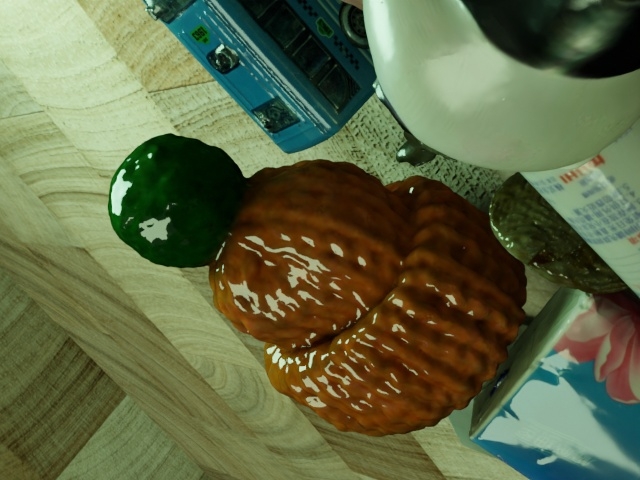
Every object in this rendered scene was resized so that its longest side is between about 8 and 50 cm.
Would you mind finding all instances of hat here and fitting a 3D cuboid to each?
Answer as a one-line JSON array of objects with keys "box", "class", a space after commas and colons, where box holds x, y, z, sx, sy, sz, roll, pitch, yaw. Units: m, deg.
[{"box": [0.000, 0.000, 0.912, 0.400, 0.285, 0.285, 43, 153, -13], "class": "hat"}]

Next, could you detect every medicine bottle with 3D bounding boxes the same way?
[{"box": [0.314, 0.016, 0.701, 0.341, 0.130, 0.130, 44, 153, -10], "class": "medicine bottle"}]

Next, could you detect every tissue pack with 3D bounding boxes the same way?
[{"box": [0.302, 0.181, 0.841, 0.270, 0.137, 0.209, 33, 120, 0], "class": "tissue pack"}]

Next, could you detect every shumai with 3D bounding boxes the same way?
[{"box": [0.229, -0.002, 0.799, 0.139, 0.123, 0.105, 10, 152, 27], "class": "shumai"}]

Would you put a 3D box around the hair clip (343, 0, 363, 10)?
[{"box": [0.072, -0.185, 0.718, 0.123, 0.102, 0.138, 26, 152, 29], "class": "hair clip"}]

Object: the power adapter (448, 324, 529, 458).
[{"box": [0.281, 0.198, 1.042, 0.255, 0.124, 0.187, 12, 145, 39], "class": "power adapter"}]

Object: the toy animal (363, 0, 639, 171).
[{"box": [0.141, -0.171, 0.534, 0.212, 0.212, 0.266, 38, 150, 2], "class": "toy animal"}]

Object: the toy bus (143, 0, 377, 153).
[{"box": [-0.057, -0.205, 0.811, 0.246, 0.134, 0.113, 46, 152, -18], "class": "toy bus"}]

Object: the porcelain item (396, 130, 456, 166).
[{"box": [0.122, -0.109, 0.796, 0.069, 0.081, 0.216, 49, 153, -4], "class": "porcelain item"}]
